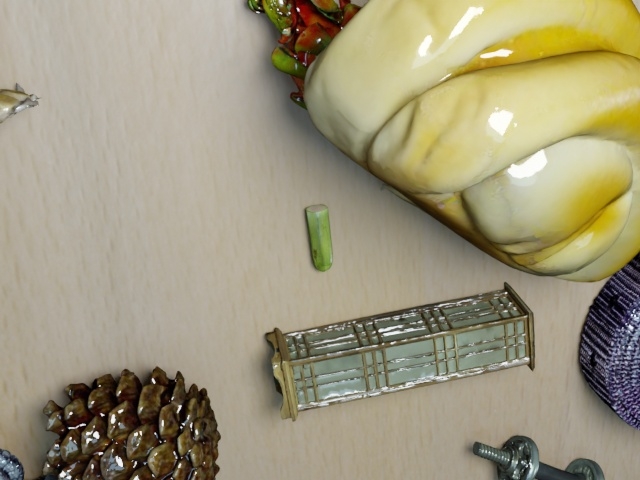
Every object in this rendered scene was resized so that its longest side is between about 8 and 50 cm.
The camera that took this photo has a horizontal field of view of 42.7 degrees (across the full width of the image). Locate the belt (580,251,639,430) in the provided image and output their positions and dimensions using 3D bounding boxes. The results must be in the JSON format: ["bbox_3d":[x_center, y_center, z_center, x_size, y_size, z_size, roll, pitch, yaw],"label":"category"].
[{"bbox_3d":[0.502,0.117,1.066,0.324,0.122,0.260,-34,108,3],"label":"belt"}]

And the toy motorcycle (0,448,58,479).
[{"bbox_3d":[-0.346,0.370,1.041,0.307,0.108,0.173,39,110,-22],"label":"toy motorcycle"}]

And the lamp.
[{"bbox_3d":[0.100,0.137,1.024,0.325,0.089,0.090,-12,113,-5],"label":"lamp"}]

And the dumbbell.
[{"bbox_3d":[0.320,0.327,1.141,0.253,0.081,0.082,23,106,-18],"label":"dumbbell"}]

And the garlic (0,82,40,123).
[{"bbox_3d":[-0.348,-0.188,0.781,0.256,0.207,0.207,-44,112,11],"label":"garlic"}]

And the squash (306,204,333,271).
[{"bbox_3d":[0.000,0.000,0.985,0.027,0.027,0.083,-10,112,-5],"label":"squash"}]

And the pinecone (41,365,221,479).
[{"bbox_3d":[-0.220,0.243,0.965,0.204,0.179,0.184,-5,74,-1],"label":"pinecone"}]

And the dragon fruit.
[{"bbox_3d":[0.007,-0.211,0.861,0.175,0.142,0.138,46,62,0],"label":"dragon fruit"}]

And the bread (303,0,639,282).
[{"bbox_3d":[0.169,-0.090,0.797,0.328,0.245,0.424,-20,156,23],"label":"bread"}]
